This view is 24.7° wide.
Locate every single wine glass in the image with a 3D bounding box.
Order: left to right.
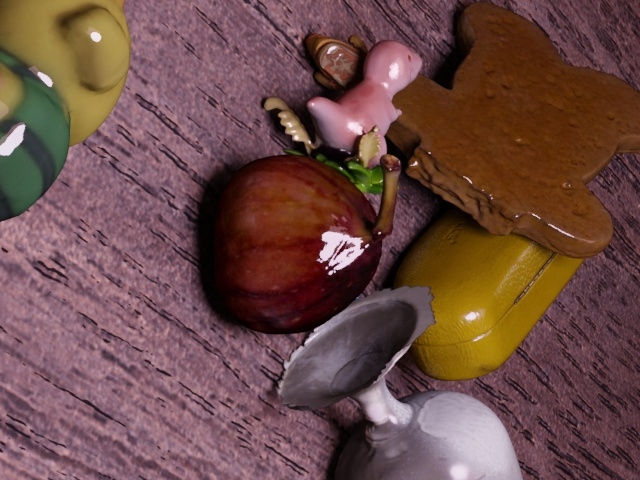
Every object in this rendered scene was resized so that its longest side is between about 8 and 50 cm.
[{"bbox_3d":[0.109,0.246,1.742,0.323,0.238,0.238,58,47,-24],"label":"wine glass"}]

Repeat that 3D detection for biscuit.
[{"bbox_3d":[0.254,-0.154,1.961,0.368,0.076,0.394,32,44,3],"label":"biscuit"}]

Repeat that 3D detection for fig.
[{"bbox_3d":[0.003,0.005,1.624,0.186,0.249,0.204,31,64,-56],"label":"fig"}]

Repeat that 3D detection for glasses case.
[{"bbox_3d":[0.215,0.034,1.931,0.371,0.173,0.141,-43,119,-46],"label":"glasses case"}]

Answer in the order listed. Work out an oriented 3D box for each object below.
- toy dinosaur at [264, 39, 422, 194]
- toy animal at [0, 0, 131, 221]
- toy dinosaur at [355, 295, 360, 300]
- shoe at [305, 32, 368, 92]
[{"bbox_3d":[0.051,-0.149,1.739,0.194,0.152,0.177,-3,104,-35],"label":"toy dinosaur"},{"bbox_3d":[-0.283,-0.149,1.346,0.191,0.216,0.338,77,35,-53],"label":"toy animal"},{"bbox_3d":[0.038,0.040,1.830,0.047,0.030,0.083,-7,92,-48],"label":"toy dinosaur"},{"bbox_3d":[0.030,-0.221,1.819,0.109,0.069,0.072,14,112,-37],"label":"shoe"}]
